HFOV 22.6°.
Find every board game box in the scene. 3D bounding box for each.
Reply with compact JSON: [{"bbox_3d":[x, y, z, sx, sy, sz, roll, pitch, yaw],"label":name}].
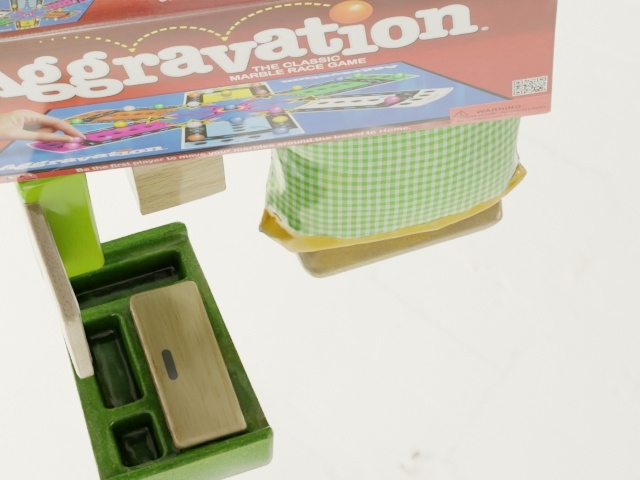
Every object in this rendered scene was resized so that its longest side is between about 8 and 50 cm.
[{"bbox_3d":[-0.039,-0.077,0.698,0.281,0.145,0.027,-7,-111,4],"label":"board game box"}]

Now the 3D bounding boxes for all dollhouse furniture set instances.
[{"bbox_3d":[0.000,0.000,0.870,0.301,0.197,0.151,-17,-121,-10],"label":"dollhouse furniture set"}]
